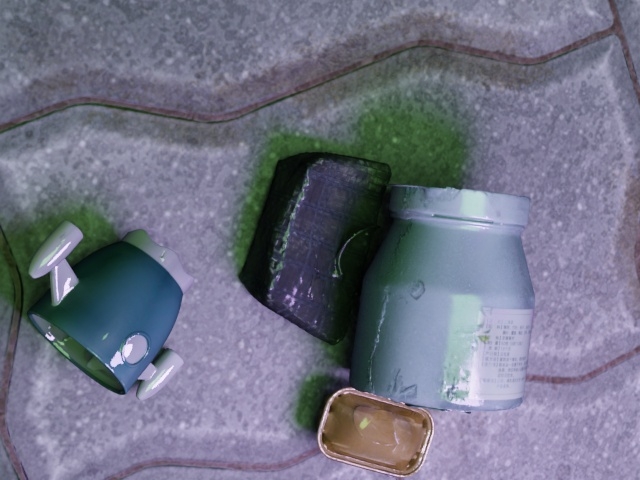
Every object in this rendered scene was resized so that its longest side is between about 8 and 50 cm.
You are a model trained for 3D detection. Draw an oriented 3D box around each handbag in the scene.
[{"bbox_3d":[0.000,0.000,1.727,0.175,0.088,0.270,19,87,-30],"label":"handbag"}]

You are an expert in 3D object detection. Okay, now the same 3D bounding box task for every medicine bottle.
[{"bbox_3d":[0.173,0.071,1.708,0.245,0.245,0.290,4,94,-22],"label":"medicine bottle"}]

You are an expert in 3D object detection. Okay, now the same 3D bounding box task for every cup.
[{"bbox_3d":[-0.257,0.081,1.588,0.173,0.167,0.299,-51,136,-20],"label":"cup"}]

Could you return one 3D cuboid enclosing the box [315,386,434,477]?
[{"bbox_3d":[0.073,0.270,1.760,0.177,0.111,0.111,18,88,-22],"label":"box"}]
